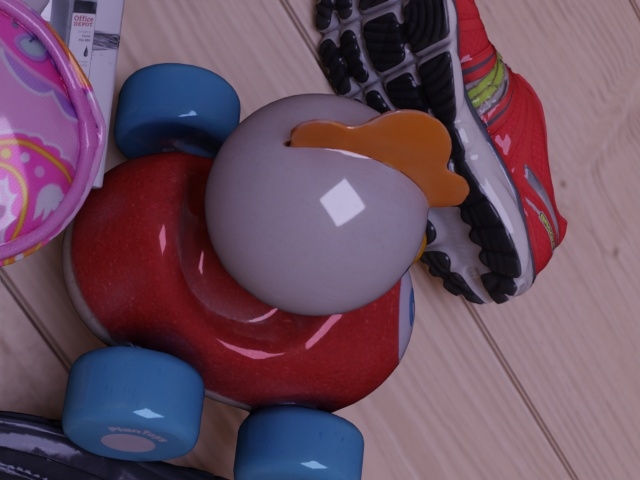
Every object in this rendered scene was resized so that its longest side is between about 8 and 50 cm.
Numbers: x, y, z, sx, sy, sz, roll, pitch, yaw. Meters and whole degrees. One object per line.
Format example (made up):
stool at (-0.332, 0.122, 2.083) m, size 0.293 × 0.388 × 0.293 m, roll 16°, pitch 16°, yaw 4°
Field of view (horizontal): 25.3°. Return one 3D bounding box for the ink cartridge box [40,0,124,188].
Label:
ink cartridge box at (-0.152, -0.097, 0.778) m, size 0.056 × 0.099 × 0.135 m, roll 8°, pitch 86°, yaw -29°

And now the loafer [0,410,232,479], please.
loafer at (-0.125, 0.153, 0.810) m, size 0.223 × 0.076 × 0.078 m, roll 26°, pitch 69°, yaw -31°

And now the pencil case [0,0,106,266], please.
pencil case at (-0.204, -0.034, 0.646) m, size 0.124 × 0.284 × 0.124 m, roll 3°, pitch 85°, yaw -33°

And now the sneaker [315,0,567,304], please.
sneaker at (0.087, -0.098, 0.935) m, size 0.118 × 0.107 × 0.279 m, roll -34°, pitch 111°, yaw -44°

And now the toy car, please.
toy car at (0.000, 0.000, 0.754) m, size 0.210 × 0.238 × 0.219 m, roll 23°, pitch 59°, yaw -28°

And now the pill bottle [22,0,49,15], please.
pill bottle at (-0.296, -0.215, 0.629) m, size 0.363 × 0.210 × 0.210 m, roll 7°, pitch 87°, yaw -30°
